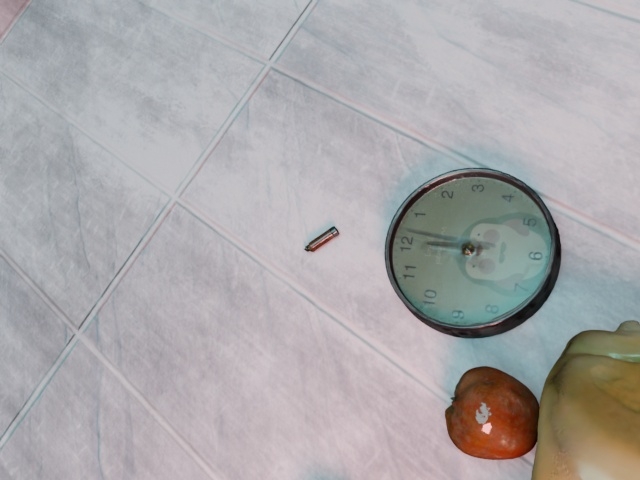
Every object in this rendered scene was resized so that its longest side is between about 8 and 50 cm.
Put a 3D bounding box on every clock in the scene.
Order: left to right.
[{"bbox_3d":[0.271,0.018,1.135,0.319,0.066,0.318,-8,69,22],"label":"clock"}]

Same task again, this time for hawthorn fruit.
[{"bbox_3d":[0.291,0.276,0.990,0.189,0.149,0.149,-7,69,22],"label":"hawthorn fruit"}]

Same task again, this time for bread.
[{"bbox_3d":[0.482,0.308,0.811,0.376,0.253,0.348,8,31,25],"label":"bread"}]

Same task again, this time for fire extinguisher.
[{"bbox_3d":[0.000,0.000,1.289,0.083,0.022,0.028,-34,23,10],"label":"fire extinguisher"}]
